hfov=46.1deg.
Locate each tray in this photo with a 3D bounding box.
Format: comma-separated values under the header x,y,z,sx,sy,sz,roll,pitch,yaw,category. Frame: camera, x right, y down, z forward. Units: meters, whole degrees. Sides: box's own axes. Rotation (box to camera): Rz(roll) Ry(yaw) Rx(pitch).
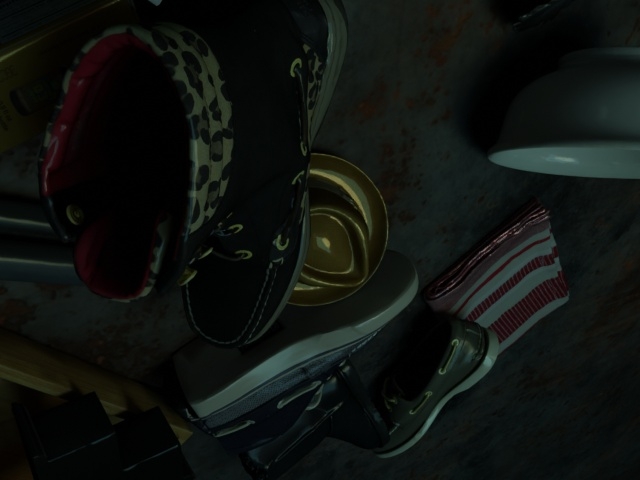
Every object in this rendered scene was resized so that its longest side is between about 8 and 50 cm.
x,y,z,sx,sy,sz,roll,pitch,yaw,category
-0.341,0.201,0.784,0.203,0.076,0.411,-45,140,3,tray

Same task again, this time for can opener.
x,y,z,sx,sy,sz,roll,pitch,yaw,category
-0.312,0.005,0.647,0.284,0.075,0.095,9,151,-45,can opener

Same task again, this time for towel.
x,y,z,sx,sy,sz,roll,pitch,yaw,category
0.308,0.095,1.262,0.237,0.037,0.329,-39,141,-2,towel

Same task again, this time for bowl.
x,y,z,sx,sy,sz,roll,pitch,yaw,category
0.362,-0.157,0.928,0.298,0.298,0.134,5,91,-42,bowl

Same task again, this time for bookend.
x,y,z,sx,sy,sz,roll,pitch,yaw,category
-0.219,0.213,0.781,0.156,0.072,0.157,-20,136,-26,bookend

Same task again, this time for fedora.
x,y,z,sx,sy,sz,roll,pitch,yaw,category
0.000,0.000,0.836,0.195,0.079,0.194,-7,113,-17,fedora

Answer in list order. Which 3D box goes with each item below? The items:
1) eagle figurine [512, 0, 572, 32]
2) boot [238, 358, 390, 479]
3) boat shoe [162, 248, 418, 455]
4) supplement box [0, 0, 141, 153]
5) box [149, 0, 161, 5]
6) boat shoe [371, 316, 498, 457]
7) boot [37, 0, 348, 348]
x,y,z,sx,sy,sz,roll,pitch,yaw,category
0.369,-0.340,0.830,0.299,0.225,0.226,4,83,-8,eagle figurine
-0.019,0.284,1.110,0.207,0.094,0.246,-37,134,-12,boot
-0.022,0.144,0.963,0.341,0.127,0.158,-26,137,-5,boat shoe
-0.246,-0.120,0.564,0.234,0.080,0.078,-29,140,-14,supplement box
-0.178,-0.261,0.344,0.231,0.262,0.126,21,111,-49,box
0.154,0.236,1.213,0.091,0.109,0.305,27,119,-22,boat shoe
-0.099,-0.026,0.624,0.284,0.138,0.377,-46,157,-61,boot
